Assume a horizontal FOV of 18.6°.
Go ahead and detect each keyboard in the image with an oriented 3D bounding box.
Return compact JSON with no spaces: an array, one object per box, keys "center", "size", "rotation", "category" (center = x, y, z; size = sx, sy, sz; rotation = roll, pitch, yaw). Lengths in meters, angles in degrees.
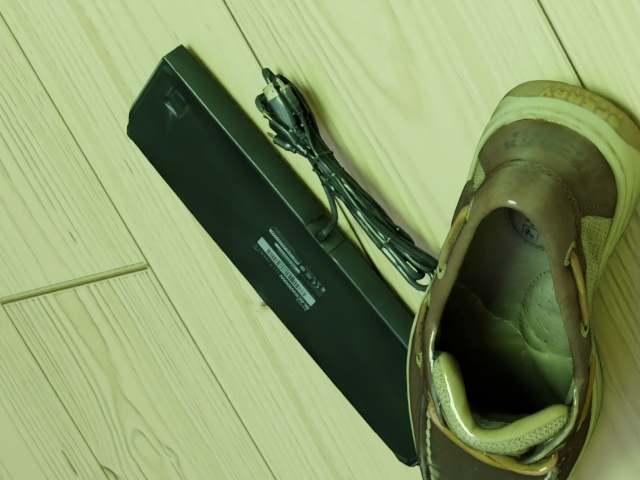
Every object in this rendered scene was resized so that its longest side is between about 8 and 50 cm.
[{"center":[0.000,0.000,1.268],"size":[0.317,0.033,0.201],"rotation":[50,151,3],"category":"keyboard"}]

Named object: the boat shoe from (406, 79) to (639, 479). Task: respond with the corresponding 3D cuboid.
[{"center":[0.100,0.073,1.110],"size":[0.123,0.123,0.342],"rotation":[22,136,11],"category":"boat shoe"}]
